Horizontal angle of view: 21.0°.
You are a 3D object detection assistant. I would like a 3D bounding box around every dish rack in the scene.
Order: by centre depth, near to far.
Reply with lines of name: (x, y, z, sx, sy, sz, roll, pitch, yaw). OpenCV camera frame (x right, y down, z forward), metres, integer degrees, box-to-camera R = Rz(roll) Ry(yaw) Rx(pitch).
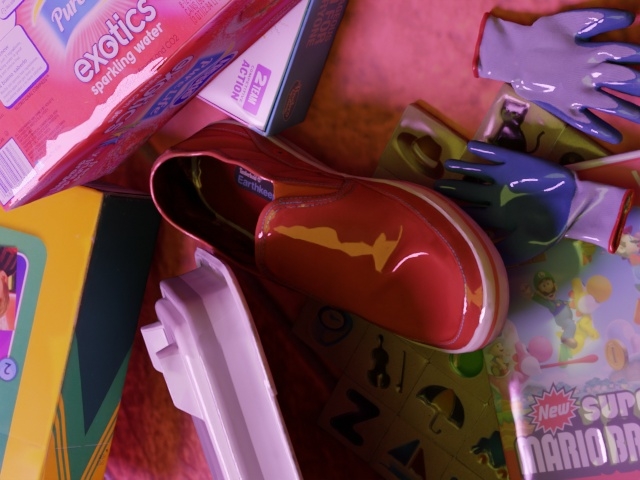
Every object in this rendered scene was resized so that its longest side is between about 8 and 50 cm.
dish rack: (-0.060, 0.178, 1.325, 0.072, 0.285, 0.333, -20, 97, -9)

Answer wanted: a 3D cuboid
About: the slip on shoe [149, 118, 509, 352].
slip on shoe: (0.000, 0.000, 1.292, 0.331, 0.101, 0.123, 28, 123, 35)

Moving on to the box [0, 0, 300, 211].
box: (-0.145, -0.173, 1.261, 0.300, 0.142, 0.154, -39, 84, 32)

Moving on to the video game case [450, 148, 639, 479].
video game case: (0.213, 0.083, 1.247, 0.204, 0.025, 0.285, -12, 90, 32)

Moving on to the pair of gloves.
pair of gloves: (0.162, -0.072, 1.234, 0.159, 0.023, 0.198, 15, 93, 34)

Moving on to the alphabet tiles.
alphabet tiles: (0.133, 0.065, 1.331, 0.285, 0.011, 0.342, 36, 119, 16)

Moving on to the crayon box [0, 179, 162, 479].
crayon box: (-0.340, 0.073, 1.498, 0.363, 0.106, 0.313, 15, 95, 25)

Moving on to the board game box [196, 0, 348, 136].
board game box: (-0.117, -0.259, 1.344, 0.316, 0.064, 0.242, 31, 117, 18)
